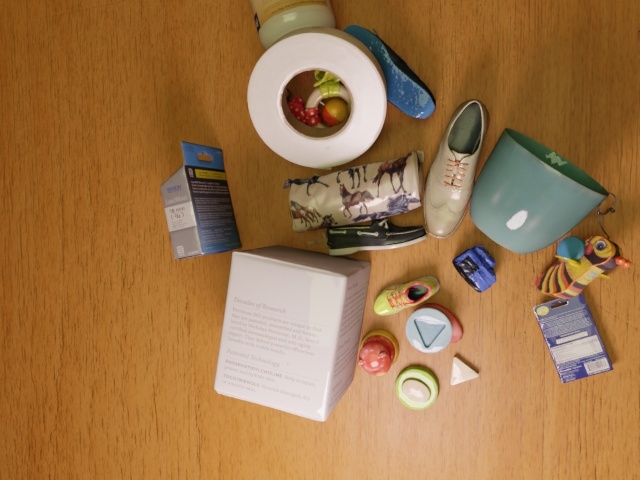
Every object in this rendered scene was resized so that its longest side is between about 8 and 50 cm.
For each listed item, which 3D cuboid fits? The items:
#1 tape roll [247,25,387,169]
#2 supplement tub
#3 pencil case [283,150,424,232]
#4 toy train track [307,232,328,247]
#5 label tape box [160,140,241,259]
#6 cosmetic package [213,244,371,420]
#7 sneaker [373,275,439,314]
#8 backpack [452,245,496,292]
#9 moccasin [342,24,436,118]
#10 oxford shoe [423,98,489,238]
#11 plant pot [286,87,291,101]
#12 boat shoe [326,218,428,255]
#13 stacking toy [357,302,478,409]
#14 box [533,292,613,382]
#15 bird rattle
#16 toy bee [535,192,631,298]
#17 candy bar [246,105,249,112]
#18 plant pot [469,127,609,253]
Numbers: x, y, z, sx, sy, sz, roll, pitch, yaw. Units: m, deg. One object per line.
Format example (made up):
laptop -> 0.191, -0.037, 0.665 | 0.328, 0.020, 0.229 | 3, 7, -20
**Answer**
tape roll -> -0.008, -0.385, 1.459 | 0.392, 0.072, 0.391 | 5, 127, 6
supplement tub -> -0.085, -0.677, 1.506 | 0.229, 0.228, 0.316 | -15, 89, 17
pencil case -> 0.105, -0.144, 1.521 | 0.411, 0.160, 0.183 | -11, 64, 17
toy train track -> 0.000, 0.000, 1.640 | 0.083, 0.014, 0.048 | -10, 98, 23
label tape box -> -0.374, -0.120, 1.626 | 0.106, 0.241, 0.333 | -12, 90, 19
cosmetic package -> -0.066, 0.237, 1.511 | 0.328, 0.329, 0.393 | 10, 96, 16
sneaker -> 0.242, 0.163, 1.536 | 0.209, 0.094, 0.081 | -29, 87, 18
backpack -> 0.440, 0.080, 1.469 | 0.101, 0.098, 0.120 | -37, 82, 12
moccasin -> 0.188, -0.469, 1.503 | 0.138, 0.117, 0.342 | -42, 86, 27
oxford shoe -> 0.362, -0.196, 1.447 | 0.141, 0.146, 0.396 | 13, 98, 15
plant pot -> -0.139, -0.451, 1.619 | 0.083, 0.081, 0.081 | 31, 102, 0
boat shoe -> 0.159, -0.020, 1.538 | 0.303, 0.114, 0.091 | -9, 96, 16
stacking toy -> 0.281, 0.350, 1.518 | 0.309, 0.130, 0.279 | -35, 83, 16
box -> 0.687, 0.263, 1.439 | 0.137, 0.036, 0.225 | -21, 89, 17
bird rattle -> 0.014, -0.389, 1.556 | 0.207, 0.143, 0.253 | 37, 107, -5
toy bee -> 0.689, 0.045, 1.343 | 0.195, 0.162, 0.298 | -1, 120, -19
candy bar -> -0.200, -0.481, 1.664 | 0.040, 0.018, 0.161 | 18, 98, 15
plant pot -> 0.525, -0.109, 1.344 | 0.293, 0.293, 0.235 | 37, 118, 11
